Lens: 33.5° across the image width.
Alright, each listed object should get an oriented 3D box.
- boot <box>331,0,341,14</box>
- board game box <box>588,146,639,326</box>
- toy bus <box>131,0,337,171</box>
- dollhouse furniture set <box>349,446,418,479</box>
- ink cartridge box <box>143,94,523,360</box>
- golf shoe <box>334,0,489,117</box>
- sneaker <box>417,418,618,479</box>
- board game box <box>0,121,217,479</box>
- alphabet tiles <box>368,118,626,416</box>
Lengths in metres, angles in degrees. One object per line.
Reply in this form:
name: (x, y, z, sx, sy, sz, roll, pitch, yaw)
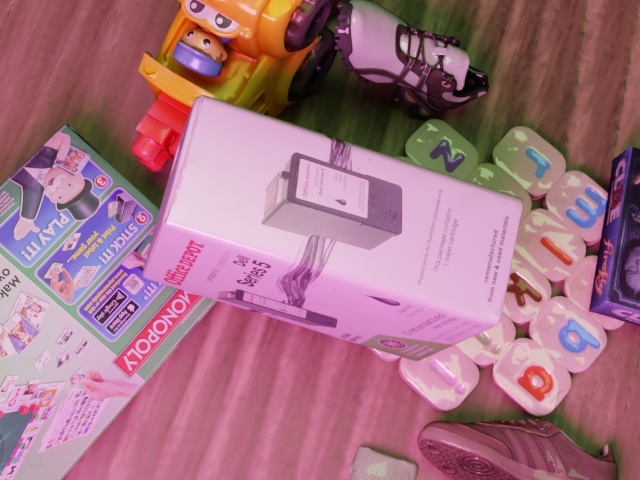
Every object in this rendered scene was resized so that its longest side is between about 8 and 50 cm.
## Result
boot: (0.002, -0.346, 1.118, 0.165, 0.077, 0.213, 34, 67, 5)
board game box: (0.393, 0.023, 1.036, 0.243, 0.042, 0.165, 16, 71, -7)
toy bus: (-0.100, -0.161, 0.978, 0.149, 0.220, 0.211, 33, 78, 10)
dollhouse furniture set: (0.094, 0.235, 0.941, 0.152, 0.058, 0.076, 17, 70, 0)
ink cartridge box: (0.000, 0.000, 0.895, 0.273, 0.198, 0.115, 17, 72, -9)
golf shoe: (0.090, -0.180, 1.009, 0.094, 0.198, 0.077, -2, 76, 35)
sneaker: (0.180, 0.194, 0.971, 0.188, 0.066, 0.071, 22, 54, -3)
board game box: (-0.253, 0.079, 0.927, 0.213, 0.046, 0.317, 43, 66, -6)
alphabet tiles: (0.160, 0.022, 1.039, 0.278, 0.021, 0.284, 41, 73, 9)
